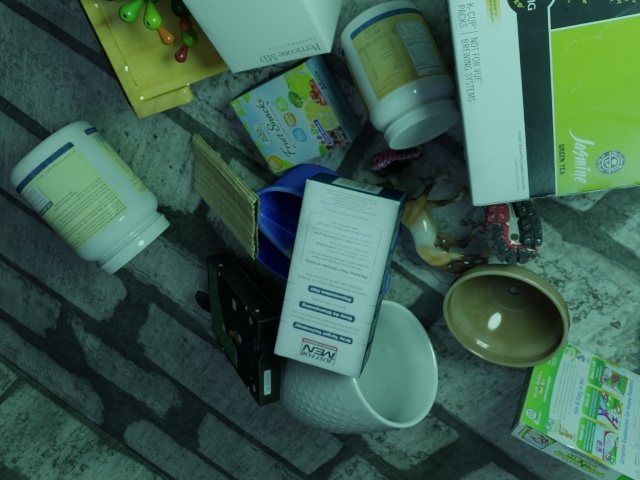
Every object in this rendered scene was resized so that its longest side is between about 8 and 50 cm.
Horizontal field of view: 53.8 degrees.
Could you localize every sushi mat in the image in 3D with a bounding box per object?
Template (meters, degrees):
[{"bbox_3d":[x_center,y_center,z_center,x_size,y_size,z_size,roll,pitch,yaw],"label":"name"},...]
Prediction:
[{"bbox_3d":[-0.208,-0.101,1.350,0.316,0.019,0.151,45,142,43],"label":"sushi mat"}]

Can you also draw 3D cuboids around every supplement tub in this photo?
[{"bbox_3d":[-0.547,-0.098,1.521,0.235,0.235,0.325,-28,107,42],"label":"supplement tub"},{"bbox_3d":[0.128,-0.262,1.011,0.144,0.144,0.199,-32,75,42],"label":"supplement tub"}]

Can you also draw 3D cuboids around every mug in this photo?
[{"bbox_3d":[0.093,0.327,1.480,0.374,0.276,0.328,27,145,-31],"label":"mug"}]

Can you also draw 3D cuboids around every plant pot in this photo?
[{"bbox_3d":[0.370,0.127,1.242,0.237,0.110,0.237,16,130,20],"label":"plant pot"}]

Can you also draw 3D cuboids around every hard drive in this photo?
[{"bbox_3d":[-0.186,0.202,1.512,0.339,0.064,0.237,38,133,52],"label":"hard drive"}]

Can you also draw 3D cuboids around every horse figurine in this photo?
[{"bbox_3d":[0.228,-0.025,1.241,0.174,0.066,0.263,-24,108,34],"label":"horse figurine"}]

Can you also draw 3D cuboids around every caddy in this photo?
[{"bbox_3d":[0.000,0.000,1.316,0.341,0.179,0.241,31,135,6],"label":"caddy"}]

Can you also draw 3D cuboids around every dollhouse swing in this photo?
[{"bbox_3d":[-0.297,-0.465,1.212,0.315,0.305,0.347,44,158,60],"label":"dollhouse swing"}]

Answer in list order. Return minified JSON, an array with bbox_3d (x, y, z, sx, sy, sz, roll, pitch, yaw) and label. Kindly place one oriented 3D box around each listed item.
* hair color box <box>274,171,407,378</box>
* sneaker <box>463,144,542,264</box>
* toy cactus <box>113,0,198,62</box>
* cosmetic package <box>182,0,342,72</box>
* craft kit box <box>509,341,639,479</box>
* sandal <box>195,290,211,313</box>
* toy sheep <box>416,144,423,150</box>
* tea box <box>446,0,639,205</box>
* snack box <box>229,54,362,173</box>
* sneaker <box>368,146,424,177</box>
[{"bbox_3d":[0.035,0.063,1.174,0.174,0.105,0.347,15,107,12],"label":"hair color box"},{"bbox_3d":[0.315,-0.111,1.099,0.121,0.112,0.299,-5,110,14],"label":"sneaker"},{"bbox_3d":[-0.267,-0.426,1.051,0.219,0.180,0.112,42,172,-23],"label":"toy cactus"},{"bbox_3d":[-0.124,-0.443,0.926,0.197,0.155,0.365,-6,145,26],"label":"cosmetic package"},{"bbox_3d":[0.514,0.325,1.215,0.247,0.250,0.061,28,135,9],"label":"craft kit box"},{"bbox_3d":[-0.259,0.183,1.714,0.179,0.040,0.067,29,141,-12],"label":"sandal"},{"bbox_3d":[0.174,-0.214,1.115,0.091,0.091,0.132,45,120,-8],"label":"toy sheep"},{"bbox_3d":[0.341,-0.254,0.834,0.323,0.220,0.329,-5,121,15],"label":"tea box"},{"bbox_3d":[-0.050,-0.243,1.231,0.207,0.070,0.174,-16,115,40],"label":"snack box"},{"bbox_3d":[0.153,-0.151,1.209,0.119,0.047,0.057,-14,135,39],"label":"sneaker"}]
